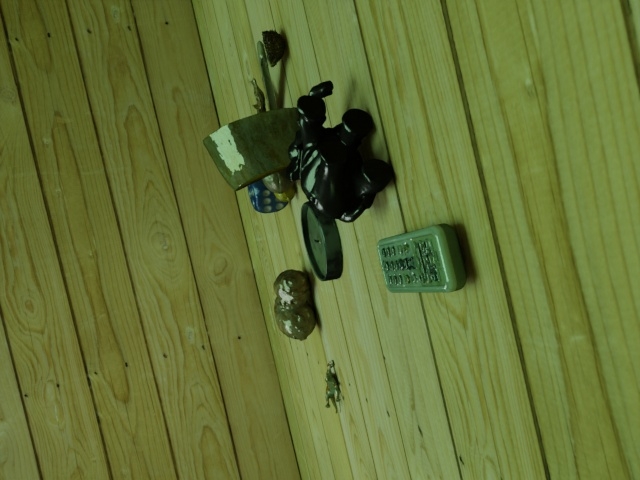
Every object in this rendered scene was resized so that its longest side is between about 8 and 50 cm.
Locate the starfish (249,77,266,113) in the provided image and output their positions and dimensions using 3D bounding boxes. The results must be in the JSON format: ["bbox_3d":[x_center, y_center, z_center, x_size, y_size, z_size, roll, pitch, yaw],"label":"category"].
[{"bbox_3d":[-0.225,-0.488,2.221,0.277,0.062,0.235,-102,1,-60],"label":"starfish"}]

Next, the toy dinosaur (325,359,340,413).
[{"bbox_3d":[0.038,0.571,2.349,0.212,0.057,0.142,98,166,-51],"label":"toy dinosaur"}]

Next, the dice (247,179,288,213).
[{"bbox_3d":[-0.206,-0.203,2.401,0.143,0.147,0.146,89,161,-45],"label":"dice"}]

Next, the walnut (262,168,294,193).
[{"bbox_3d":[-0.152,-0.252,2.183,0.162,0.140,0.140,66,165,-1],"label":"walnut"}]

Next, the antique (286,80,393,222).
[{"bbox_3d":[0.025,-0.195,1.477,0.255,0.185,0.322,113,138,-64],"label":"antique"}]

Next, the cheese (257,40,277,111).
[{"bbox_3d":[-0.178,-0.516,2.134,0.400,0.034,0.085,80,172,-57],"label":"cheese"}]

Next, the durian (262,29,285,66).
[{"bbox_3d":[-0.150,-0.635,1.968,0.110,0.071,0.140,76,177,-61],"label":"durian"}]

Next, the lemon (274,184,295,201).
[{"bbox_3d":[-0.135,-0.189,2.274,0.082,0.082,0.110,106,146,-62],"label":"lemon"}]

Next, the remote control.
[{"bbox_3d":[0.203,0.042,1.249,0.335,0.066,0.127,162,97,-75],"label":"remote control"}]

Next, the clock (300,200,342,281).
[{"bbox_3d":[0.000,0.000,1.989,0.280,0.056,0.280,167,90,-76],"label":"clock"}]

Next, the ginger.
[{"bbox_3d":[-0.111,0.230,2.400,0.244,0.155,0.304,-125,25,-59],"label":"ginger"}]

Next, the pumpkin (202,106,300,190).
[{"bbox_3d":[-0.197,-0.286,1.960,0.332,0.332,0.199,-175,68,-75],"label":"pumpkin"}]
